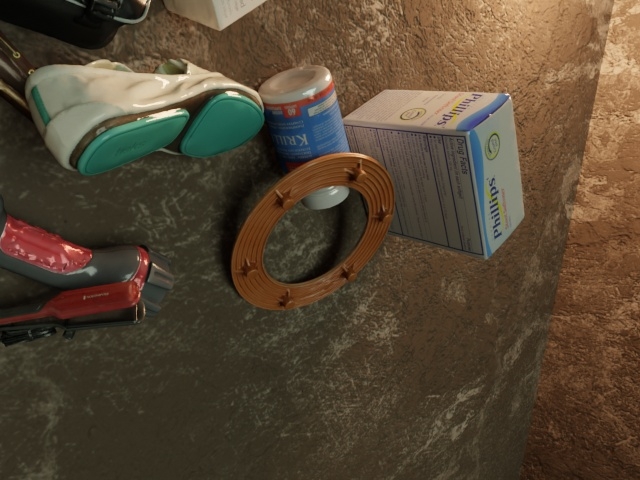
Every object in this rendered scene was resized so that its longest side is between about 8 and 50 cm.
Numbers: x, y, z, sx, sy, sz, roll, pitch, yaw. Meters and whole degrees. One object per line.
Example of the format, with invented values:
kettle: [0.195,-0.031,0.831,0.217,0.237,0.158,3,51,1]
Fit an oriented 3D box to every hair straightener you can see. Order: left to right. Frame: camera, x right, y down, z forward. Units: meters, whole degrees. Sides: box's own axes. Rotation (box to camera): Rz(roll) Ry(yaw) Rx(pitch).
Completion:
hair straightener: [-0.333,0.109,0.704,0.230,0.047,0.089,-13,141,-13]

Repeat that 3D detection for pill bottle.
pill bottle: [-0.017,-0.167,0.959,0.124,0.124,0.222,-41,130,-31]

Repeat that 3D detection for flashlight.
flashlight: [-0.328,0.010,0.707,0.304,0.103,0.103,36,54,-45]

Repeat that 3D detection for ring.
ring: [0.000,0.000,0.996,0.336,0.032,0.337,-23,140,-21]

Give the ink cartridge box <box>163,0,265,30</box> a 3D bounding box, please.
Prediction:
ink cartridge box: [-0.075,-0.473,0.777,0.353,0.119,0.207,-46,148,-27]

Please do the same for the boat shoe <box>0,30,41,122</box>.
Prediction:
boat shoe: [-0.331,-0.177,0.665,0.073,0.073,0.207,-57,135,-14]

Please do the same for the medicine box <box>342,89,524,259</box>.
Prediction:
medicine box: [0.216,-0.136,1.092,0.149,0.289,0.264,-41,128,-30]

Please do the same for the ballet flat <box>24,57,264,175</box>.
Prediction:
ballet flat: [-0.203,-0.180,0.738,0.400,0.139,0.139,-33,128,-64]

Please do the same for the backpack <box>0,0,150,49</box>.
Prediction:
backpack: [-0.288,-0.341,0.568,0.225,0.191,0.254,6,86,-46]
